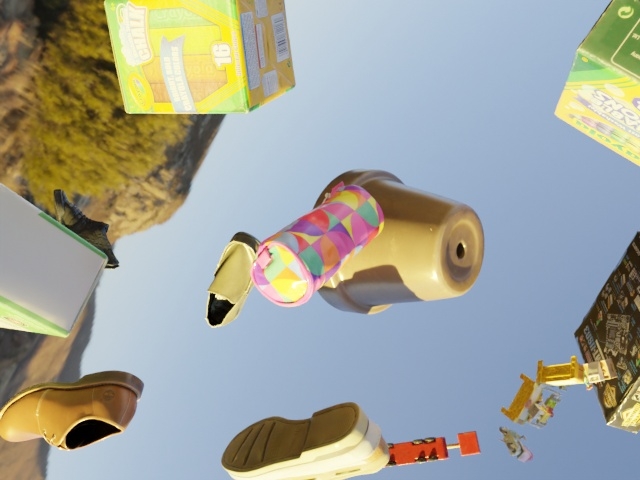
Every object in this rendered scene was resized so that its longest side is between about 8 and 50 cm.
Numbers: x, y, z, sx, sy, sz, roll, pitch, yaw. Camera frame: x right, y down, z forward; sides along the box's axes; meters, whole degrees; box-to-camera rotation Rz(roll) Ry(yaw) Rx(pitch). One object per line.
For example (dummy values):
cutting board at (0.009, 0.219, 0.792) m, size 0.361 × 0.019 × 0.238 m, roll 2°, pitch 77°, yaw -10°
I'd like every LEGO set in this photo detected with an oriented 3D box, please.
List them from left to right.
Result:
LEGO set at (0.479, 0.315, 1.277) m, size 0.287 × 0.107 × 0.132 m, roll -52°, pitch -154°, yaw 25°

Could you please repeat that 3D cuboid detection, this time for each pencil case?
pencil case at (0.000, 0.000, 0.896) m, size 0.104 × 0.104 × 0.236 m, roll -44°, pitch 178°, yaw 37°

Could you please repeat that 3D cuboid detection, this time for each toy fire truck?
toy fire truck at (0.227, 0.435, 1.333) m, size 0.192 × 0.135 × 0.047 m, roll -15°, pitch -110°, yaw 18°

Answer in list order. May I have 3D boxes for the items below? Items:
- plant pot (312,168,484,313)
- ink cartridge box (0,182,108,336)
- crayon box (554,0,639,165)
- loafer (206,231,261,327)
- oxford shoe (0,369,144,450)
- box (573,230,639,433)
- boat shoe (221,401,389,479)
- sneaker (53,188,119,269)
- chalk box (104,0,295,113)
plant pot at (0.145, 0.008, 1.087) m, size 0.229 × 0.263 × 0.263 m, roll 6°, pitch -116°, yaw 43°
ink cartridge box at (-0.451, 0.017, 0.795) m, size 0.289 × 0.211 × 0.121 m, roll 0°, pitch -120°, yaw 35°
crayon box at (0.412, -0.166, 0.801) m, size 0.083 × 0.203 × 0.323 m, roll -56°, pitch 165°, yaw 6°
loafer at (-0.191, 0.096, 1.401) m, size 0.087 × 0.094 × 0.251 m, roll -57°, pitch 168°, yaw -60°
oxford shoe at (-0.312, 0.215, 0.762) m, size 0.212 × 0.076 × 0.076 m, roll -19°, pitch -137°, yaw 22°
box at (0.629, 0.173, 1.273) m, size 0.295 × 0.074 × 0.293 m, roll -73°, pitch 180°, yaw -61°
boat shoe at (-0.031, 0.340, 1.002) m, size 0.302 × 0.103 × 0.113 m, roll -22°, pitch -153°, yaw 38°
sneaker at (-0.437, -0.022, 1.192) m, size 0.051 × 0.089 × 0.170 m, roll -47°, pitch -121°, yaw 61°
chalk box at (-0.157, -0.227, 0.751) m, size 0.213 × 0.132 × 0.132 m, roll 3°, pitch -154°, yaw 22°
